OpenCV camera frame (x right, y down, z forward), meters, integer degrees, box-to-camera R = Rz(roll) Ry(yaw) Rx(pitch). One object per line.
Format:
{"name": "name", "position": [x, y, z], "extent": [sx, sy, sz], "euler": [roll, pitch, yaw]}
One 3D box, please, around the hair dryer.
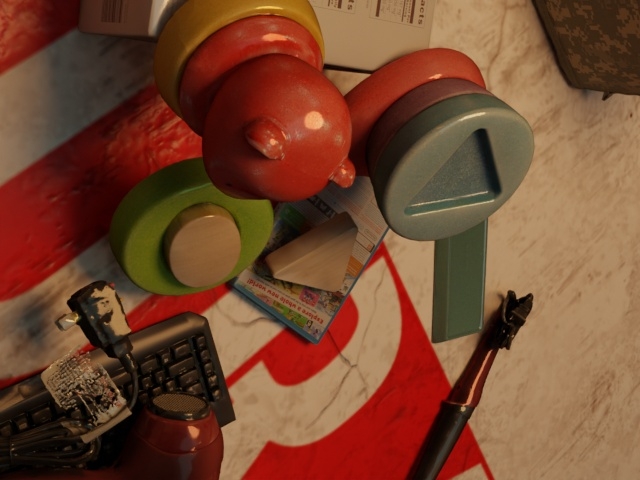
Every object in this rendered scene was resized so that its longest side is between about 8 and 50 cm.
{"name": "hair dryer", "position": [-0.185, 0.188, 0.755], "extent": [0.223, 0.080, 0.294], "euler": [-34, 110, -6]}

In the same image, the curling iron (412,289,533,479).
{"name": "curling iron", "position": [0.153, 0.170, 1.028], "extent": [0.274, 0.035, 0.068], "euler": [-60, 168, -3]}

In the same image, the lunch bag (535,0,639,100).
{"name": "lunch bag", "position": [0.331, -0.269, 0.925], "extent": [0.169, 0.235, 0.287], "euler": [-33, 119, -25]}

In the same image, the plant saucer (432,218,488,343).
{"name": "plant saucer", "position": [0.150, 0.014, 1.004], "extent": [0.067, 0.018, 0.192], "euler": [-10, 106, -34]}

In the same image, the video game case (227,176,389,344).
{"name": "video game case", "position": [0.000, 0.000, 0.894], "extent": [0.119, 0.015, 0.166], "euler": [39, 78, -36]}

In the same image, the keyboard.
{"name": "keyboard", "position": [-0.209, 0.202, 0.786], "extent": [0.317, 0.033, 0.202], "euler": [-23, 114, -28]}

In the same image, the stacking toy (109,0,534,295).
{"name": "stacking toy", "position": [0.003, -0.023, 0.721], "extent": [0.308, 0.130, 0.280], "euler": [6, 131, -38]}

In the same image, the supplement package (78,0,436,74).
{"name": "supplement package", "position": [-0.041, -0.207, 0.734], "extent": [0.244, 0.139, 0.134], "euler": [2, 101, -35]}
